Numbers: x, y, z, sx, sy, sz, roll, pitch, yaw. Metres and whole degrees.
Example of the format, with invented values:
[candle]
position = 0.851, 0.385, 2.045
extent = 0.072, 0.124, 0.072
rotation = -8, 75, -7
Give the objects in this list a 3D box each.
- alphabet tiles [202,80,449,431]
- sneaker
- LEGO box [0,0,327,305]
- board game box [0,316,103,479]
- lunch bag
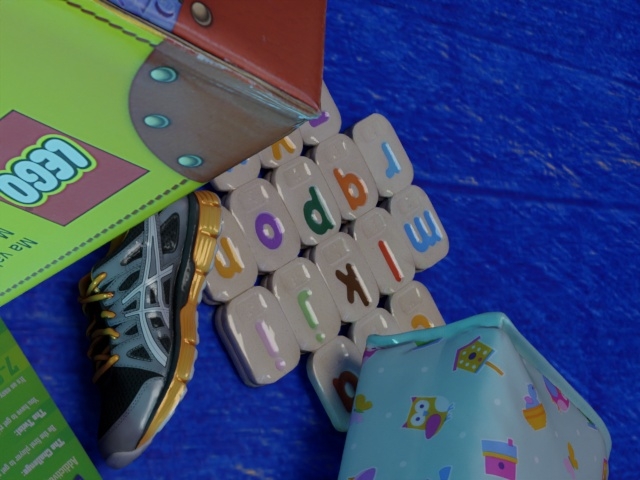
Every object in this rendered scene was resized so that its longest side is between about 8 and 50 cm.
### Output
[alphabet tiles]
position = 0.000, 0.000, 1.193
extent = 0.284, 0.021, 0.278
rotation = -33, 97, -48
[sneaker]
position = -0.128, 0.052, 1.004
extent = 0.083, 0.084, 0.215
rotation = 21, 55, -21
[LEGO box]
position = -0.223, -0.143, 0.658
extent = 0.193, 0.500, 0.372
rotation = 25, 54, -34
[board game box]
position = -0.203, 0.125, 0.864
extent = 0.124, 0.039, 0.259
rotation = -20, 68, -48
[lunch bag]
position = 0.129, 0.216, 1.123
extent = 0.262, 0.160, 0.223
rotation = 48, 43, -40
